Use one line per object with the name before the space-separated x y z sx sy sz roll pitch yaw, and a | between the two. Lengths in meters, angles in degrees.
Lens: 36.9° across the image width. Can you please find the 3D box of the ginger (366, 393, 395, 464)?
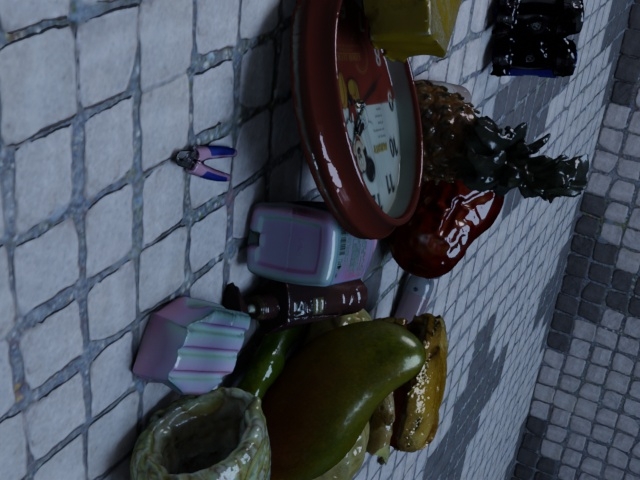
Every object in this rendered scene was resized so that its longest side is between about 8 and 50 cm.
ginger | 0.090 0.282 1.462 0.057 0.044 0.137 -64 161 -68

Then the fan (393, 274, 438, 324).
fan | 0.190 0.059 1.765 0.130 0.074 0.244 -15 128 -77

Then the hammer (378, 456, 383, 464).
hammer | 0.151 0.421 2.037 0.029 0.014 0.123 93 23 -54

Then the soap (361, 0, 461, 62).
soap | 0.114 -0.322 1.148 0.258 0.080 0.160 -71 147 -42

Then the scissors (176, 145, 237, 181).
scissors | -0.119 -0.082 0.999 0.113 0.012 0.039 2 106 -67

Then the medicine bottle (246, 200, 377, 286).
medicine bottle | 0.000 0.000 1.198 0.188 0.119 0.095 -6 104 -65

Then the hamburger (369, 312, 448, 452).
hamburger | 0.119 0.233 1.585 0.244 0.162 0.245 8 90 -74

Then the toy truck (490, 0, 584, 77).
toy truck | 0.403 -0.408 1.801 0.177 0.161 0.213 -76 167 -46

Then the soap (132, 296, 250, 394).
soap | -0.141 0.116 1.051 0.149 0.056 0.100 21 86 -68

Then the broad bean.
broad bean | -0.084 0.174 1.237 0.256 0.052 0.052 -56 159 -31

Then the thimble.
thimble | -0.126 0.261 1.086 0.190 0.137 0.144 -32 136 -39

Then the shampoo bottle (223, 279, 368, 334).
shampoo bottle | -0.031 0.076 1.228 0.236 0.067 0.068 -7 78 -51

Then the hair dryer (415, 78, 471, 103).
hair dryer | 0.174 -0.152 1.573 0.195 0.053 0.221 -15 122 -64

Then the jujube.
jujube | 0.210 -0.045 1.613 0.230 0.155 0.155 -55 153 -24

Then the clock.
clock | 0.040 -0.158 1.137 0.318 0.080 0.319 -8 90 -68

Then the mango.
mango | 0.003 0.210 1.279 0.289 0.146 0.129 -51 147 7

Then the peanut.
peanut | 0.014 0.235 1.422 0.147 0.146 0.306 -21 122 -62

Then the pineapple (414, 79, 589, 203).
pineapple | 0.225 -0.128 1.371 0.141 0.309 0.170 -61 156 -18
